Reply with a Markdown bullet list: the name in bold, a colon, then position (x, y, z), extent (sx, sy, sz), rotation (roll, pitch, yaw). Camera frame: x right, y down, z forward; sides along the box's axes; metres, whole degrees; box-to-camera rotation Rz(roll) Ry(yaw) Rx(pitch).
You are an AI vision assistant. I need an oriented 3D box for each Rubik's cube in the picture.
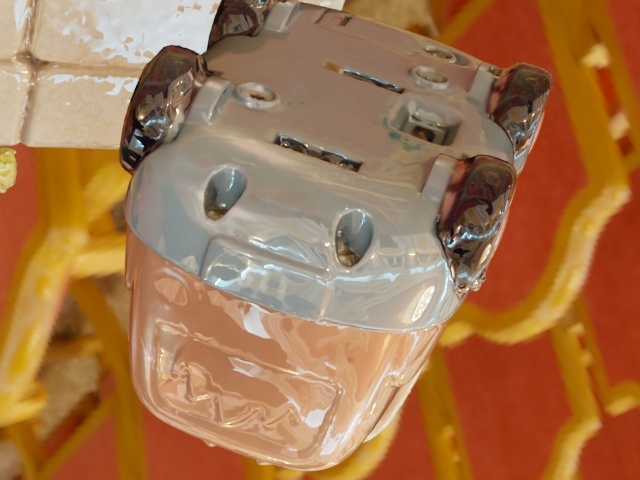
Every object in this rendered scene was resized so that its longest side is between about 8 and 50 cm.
- **Rubik's cube**: position (-0.156, -0.283, 1.289), extent (0.319, 0.321, 0.316), rotation (2, 144, -18)

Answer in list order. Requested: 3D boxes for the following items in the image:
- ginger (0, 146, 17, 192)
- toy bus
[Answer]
- **ginger**: position (-0.383, -0.120, 1.560), extent (0.206, 0.115, 0.081), rotation (18, 168, -7)
- **toy bus**: position (0.000, 0.000, 0.891), extent (0.287, 0.194, 0.232), rotation (-61, 166, -62)
